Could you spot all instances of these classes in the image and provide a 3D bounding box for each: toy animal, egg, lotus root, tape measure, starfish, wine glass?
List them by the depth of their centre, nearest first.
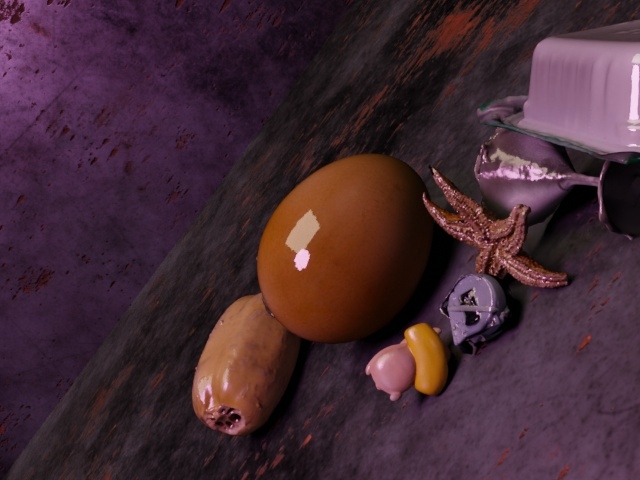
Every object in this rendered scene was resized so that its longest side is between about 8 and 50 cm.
[{"bbox_3d":[0.309,-0.073,1.038,0.156,0.156,0.232,-56,23,-5],"label":"wine glass"},{"bbox_3d":[0.203,0.087,1.114,0.094,0.054,0.091,-48,48,35],"label":"tape measure"},{"bbox_3d":[0.217,-0.001,1.114,0.043,0.227,0.240,-35,-22,-22],"label":"starfish"},{"bbox_3d":[0.128,0.169,1.165,0.114,0.091,0.082,-39,-7,6],"label":"toy animal"},{"bbox_3d":[0.045,0.009,1.343,0.322,0.250,0.250,-51,18,-15],"label":"egg"},{"bbox_3d":[-0.119,0.199,1.562,0.169,0.151,0.343,-15,35,32],"label":"lotus root"}]

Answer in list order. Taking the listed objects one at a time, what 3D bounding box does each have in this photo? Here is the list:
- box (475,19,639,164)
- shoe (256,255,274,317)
[{"bbox_3d":[0.354,-0.179,0.945,0.264,0.106,0.336,-14,17,-11],"label":"box"},{"bbox_3d":[-0.002,-0.001,1.524,0.109,0.149,0.293,28,61,29],"label":"shoe"}]
